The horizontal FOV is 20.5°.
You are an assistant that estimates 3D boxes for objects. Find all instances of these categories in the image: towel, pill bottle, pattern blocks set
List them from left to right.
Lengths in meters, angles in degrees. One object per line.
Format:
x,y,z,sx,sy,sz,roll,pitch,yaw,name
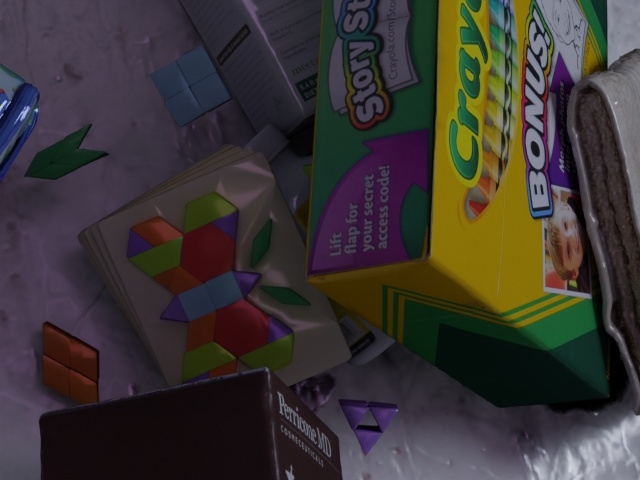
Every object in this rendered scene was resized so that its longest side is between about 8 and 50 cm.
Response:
-0.076,0.038,1.297,0.285,0.026,0.325,-39,94,5,pattern blocks set
0.000,0.000,1.357,0.184,0.103,0.103,46,68,-3,pill bottle
0.257,-0.004,1.389,0.187,0.049,0.282,-32,111,-63,towel

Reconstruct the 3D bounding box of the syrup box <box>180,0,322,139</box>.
-0.049,-0.203,1.395,0.093,0.096,0.237,-28,88,-25,syrup box

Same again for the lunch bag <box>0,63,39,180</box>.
-0.285,-0.026,1.229,0.090,0.176,0.219,33,68,-8,lunch bag

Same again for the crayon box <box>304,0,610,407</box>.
0.114,-0.094,1.303,0.313,0.106,0.363,36,51,-54,crayon box

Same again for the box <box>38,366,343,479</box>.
-0.076,0.218,1.177,0.167,0.168,0.203,-13,64,13,box
